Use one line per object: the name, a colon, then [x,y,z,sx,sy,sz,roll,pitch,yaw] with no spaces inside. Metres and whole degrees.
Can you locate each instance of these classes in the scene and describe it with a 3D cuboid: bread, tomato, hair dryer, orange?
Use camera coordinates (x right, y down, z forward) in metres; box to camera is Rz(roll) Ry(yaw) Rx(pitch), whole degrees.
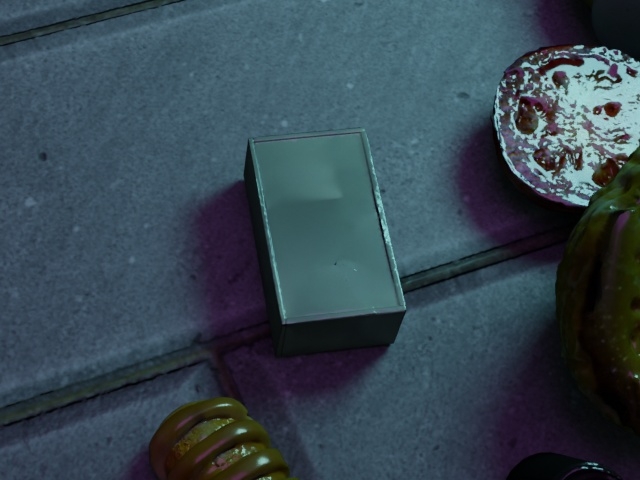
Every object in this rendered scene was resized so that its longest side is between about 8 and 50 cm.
bread: [-0.090,0.228,1.293,0.119,0.084,0.177,-28,64,-22]
tomato: [0.293,-0.113,1.533,0.225,0.085,0.225,4,64,-8]
hair dryer: [0.204,0.320,1.251,0.089,0.197,0.251,20,82,-1]
orange: [0.383,0.021,1.384,0.369,0.210,0.271,-46,106,-1]

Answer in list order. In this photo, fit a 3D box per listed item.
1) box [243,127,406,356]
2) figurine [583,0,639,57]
box: [0.000,0.000,1.428,0.129,0.086,0.225,-6,62,-10]
figurine: [0.325,-0.348,1.649,0.382,0.224,0.205,23,81,32]
